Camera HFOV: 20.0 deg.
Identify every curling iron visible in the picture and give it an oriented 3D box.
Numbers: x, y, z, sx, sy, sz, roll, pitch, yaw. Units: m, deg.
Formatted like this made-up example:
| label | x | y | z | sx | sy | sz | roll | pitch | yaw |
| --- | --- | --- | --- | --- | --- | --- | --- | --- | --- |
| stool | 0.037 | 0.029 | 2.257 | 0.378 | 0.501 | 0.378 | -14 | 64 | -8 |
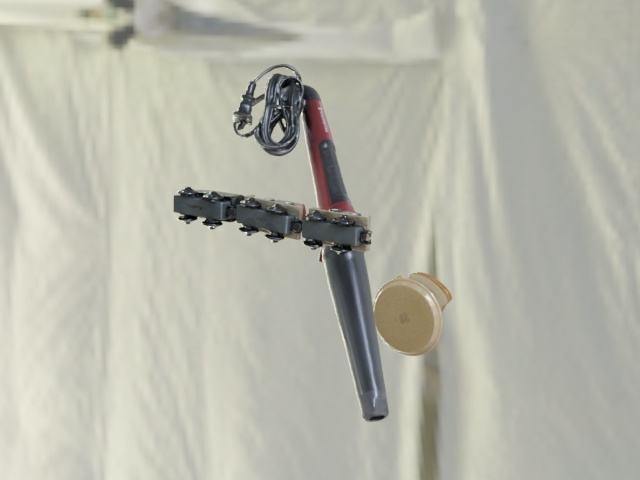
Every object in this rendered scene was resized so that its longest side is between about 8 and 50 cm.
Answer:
| label | x | y | z | sx | sy | sz | roll | pitch | yaw |
| --- | --- | --- | --- | --- | --- | --- | --- | --- | --- |
| curling iron | 0.000 | 0.000 | 1.259 | 0.035 | 0.068 | 0.274 | 101 | -27 | -66 |

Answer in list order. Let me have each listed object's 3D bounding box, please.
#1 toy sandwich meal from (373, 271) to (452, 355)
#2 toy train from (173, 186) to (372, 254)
| label | x | y | z | sx | sy | sz | roll | pitch | yaw |
| --- | --- | --- | --- | --- | --- | --- | --- | --- | --- |
| toy sandwich meal | 0.088 | 0.069 | 1.736 | 0.085 | 0.029 | 0.085 | 9 | -73 | 31 |
| toy train | -0.029 | -0.014 | 1.209 | 0.158 | 0.036 | 0.027 | 11 | -77 | 33 |
